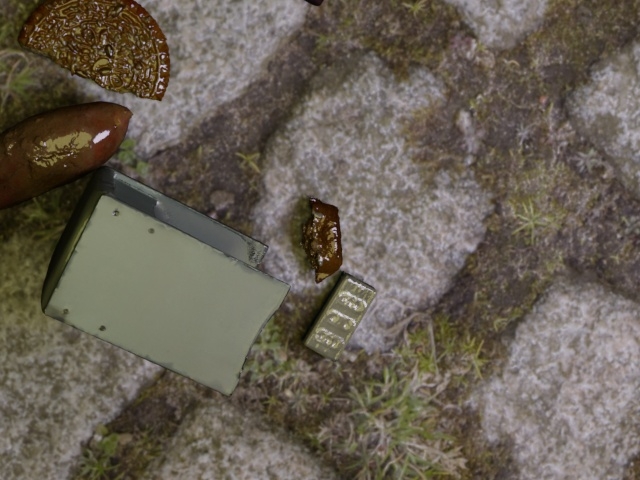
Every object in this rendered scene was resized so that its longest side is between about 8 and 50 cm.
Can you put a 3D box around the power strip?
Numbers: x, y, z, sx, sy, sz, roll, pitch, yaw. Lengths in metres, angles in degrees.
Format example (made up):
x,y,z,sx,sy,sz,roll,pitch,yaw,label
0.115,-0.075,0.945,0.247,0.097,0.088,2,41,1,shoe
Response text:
x,y,z,sx,sy,sz,roll,pitch,yaw,label
0.028,0.106,1.888,0.056,0.032,0.123,30,95,-14,power strip

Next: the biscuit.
x,y,z,sx,sy,sz,roll,pitch,yaw,label
-0.288,-0.269,1.768,0.206,0.025,0.126,21,97,-12,biscuit

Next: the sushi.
x,y,z,sx,sy,sz,roll,pitch,yaw,label
0.000,0.000,1.855,0.060,0.061,0.118,-5,82,1,sushi

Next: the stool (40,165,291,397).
x,y,z,sx,sy,sz,roll,pitch,yaw,label
-0.205,0.045,1.732,0.269,0.243,0.170,27,97,-12,stool

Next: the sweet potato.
x,y,z,sx,sy,sz,roll,pitch,yaw,label
-0.418,-0.080,1.750,0.385,0.109,0.109,-30,104,5,sweet potato

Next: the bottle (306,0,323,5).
x,y,z,sx,sy,sz,roll,pitch,yaw,label
0.019,-0.392,1.777,0.060,0.060,0.164,27,96,-13,bottle
